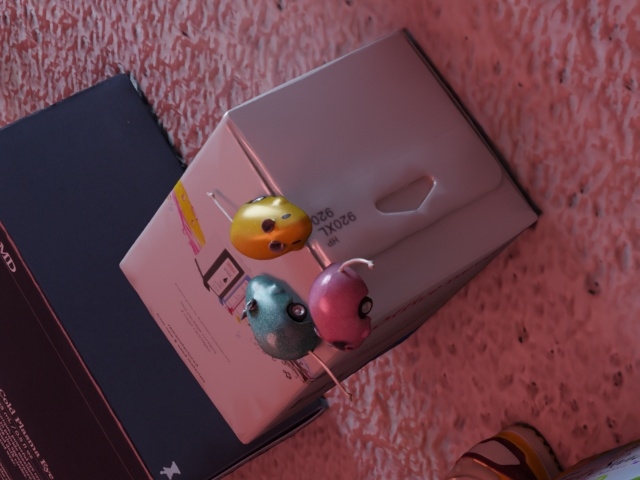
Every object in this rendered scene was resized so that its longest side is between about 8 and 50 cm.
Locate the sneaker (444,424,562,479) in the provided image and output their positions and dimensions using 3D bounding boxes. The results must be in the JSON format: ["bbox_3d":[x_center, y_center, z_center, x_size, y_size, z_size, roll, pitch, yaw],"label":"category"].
[{"bbox_3d":[0.158,0.230,1.288,0.185,0.084,0.069,57,147,6],"label":"sneaker"}]

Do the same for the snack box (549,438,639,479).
[{"bbox_3d":[0.181,0.185,1.139,0.070,0.174,0.207,63,148,3],"label":"snack box"}]

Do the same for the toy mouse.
[{"bbox_3d":[-0.013,0.043,1.108,0.161,0.031,0.143,5,118,51],"label":"toy mouse"}]

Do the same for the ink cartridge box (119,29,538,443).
[{"bbox_3d":[0.000,0.000,1.245,0.168,0.171,0.233,55,146,8],"label":"ink cartridge box"}]

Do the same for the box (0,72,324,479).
[{"bbox_3d":[-0.209,0.082,1.584,0.343,0.179,0.312,59,148,1],"label":"box"}]
